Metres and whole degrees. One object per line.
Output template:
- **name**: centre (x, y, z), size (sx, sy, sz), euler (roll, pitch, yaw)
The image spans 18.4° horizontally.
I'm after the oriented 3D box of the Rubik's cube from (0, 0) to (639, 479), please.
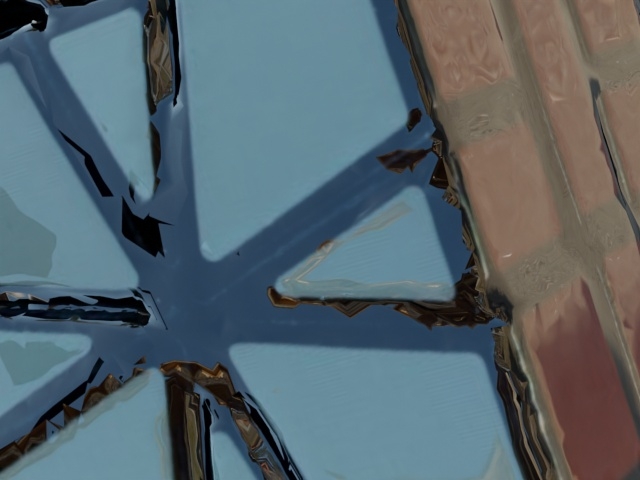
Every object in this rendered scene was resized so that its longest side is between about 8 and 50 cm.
- **Rubik's cube**: centre (0.000, 0.000, 0.897), size (0.283, 0.288, 0.294), euler (-18, -87, -60)
